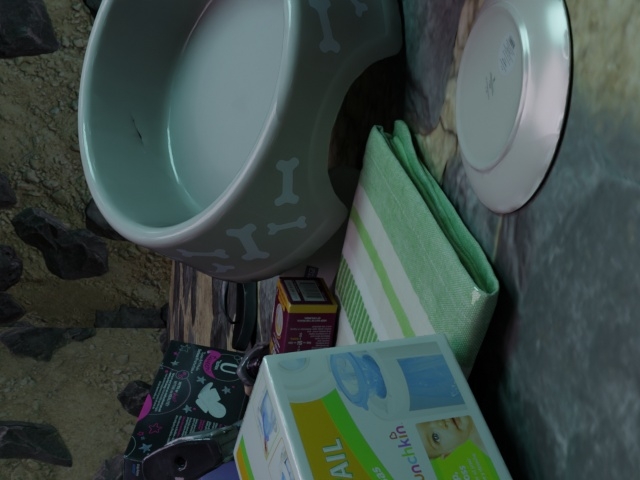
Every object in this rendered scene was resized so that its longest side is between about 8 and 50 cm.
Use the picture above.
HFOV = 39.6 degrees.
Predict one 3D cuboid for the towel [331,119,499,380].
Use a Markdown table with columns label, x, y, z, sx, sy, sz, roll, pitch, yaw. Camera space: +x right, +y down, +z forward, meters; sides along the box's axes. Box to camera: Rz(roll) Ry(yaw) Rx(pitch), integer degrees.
| label | x | y | z | sx | sy | sz | roll | pitch | yaw |
| --- | --- | --- | --- | --- | --- | --- | --- | --- | --- |
| towel | 0.049 | 0.103 | 0.666 | 0.248 | 0.038 | 0.325 | -109 | 26 | -56 |

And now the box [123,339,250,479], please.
| label | x | y | z | sx | sy | sz | roll | pitch | yaw |
| --- | --- | --- | --- | --- | --- | --- | --- | --- | --- |
| box | -0.187 | 0.294 | 1.300 | 0.247 | 0.142 | 0.163 | -77 | -3 | -56 |

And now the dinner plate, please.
| label | x | y | z | sx | sy | sz | roll | pitch | yaw |
| --- | --- | --- | --- | --- | --- | --- | --- | --- | --- |
| dinner plate | 0.102 | -0.086 | 0.505 | 0.141 | 0.017 | 0.141 | -178 | 90 | -75 |

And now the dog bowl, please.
| label | x | y | z | sx | sy | sz | roll | pitch | yaw |
| --- | --- | --- | --- | --- | --- | --- | --- | --- | --- |
| dog bowl | -0.093 | -0.140 | 0.782 | 0.348 | 0.102 | 0.349 | -9 | 78 | 43 |

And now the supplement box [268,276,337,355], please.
| label | x | y | z | sx | sy | sz | roll | pitch | yaw |
| --- | --- | --- | --- | --- | --- | --- | --- | --- | --- |
| supplement box | -0.017 | 0.079 | 0.758 | 0.055 | 0.043 | 0.083 | -122 | 36 | -63 |

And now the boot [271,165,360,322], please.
| label | x | y | z | sx | sy | sz | roll | pitch | yaw |
| --- | --- | --- | --- | --- | --- | --- | --- | --- | --- |
| boot | 0.000 | 0.000 | 0.826 | 0.086 | 0.069 | 0.190 | -75 | 6 | -59 |

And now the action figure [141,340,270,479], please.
| label | x | y | z | sx | sy | sz | roll | pitch | yaw |
| --- | --- | --- | --- | --- | --- | --- | --- | --- | --- |
| action figure | -0.051 | 0.199 | 0.843 | 0.185 | 0.099 | 0.285 | 63 | -165 | 3 |

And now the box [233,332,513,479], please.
| label | x | y | z | sx | sy | sz | roll | pitch | yaw |
| --- | --- | --- | --- | --- | --- | --- | --- | --- | --- |
| box | 0.038 | 0.163 | 0.457 | 0.103 | 0.114 | 0.203 | 109 | 148 | -45 |

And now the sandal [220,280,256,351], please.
| label | x | y | z | sx | sy | sz | roll | pitch | yaw |
| --- | --- | --- | --- | --- | --- | --- | --- | --- | --- |
| sandal | -0.133 | 0.047 | 1.404 | 0.097 | 0.054 | 0.255 | 155 | 116 | -75 |

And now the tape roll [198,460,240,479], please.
| label | x | y | z | sx | sy | sz | roll | pitch | yaw |
| --- | --- | --- | --- | --- | --- | --- | --- | --- | --- |
| tape roll | -0.108 | 0.337 | 0.970 | 0.189 | 0.080 | 0.189 | -174 | 90 | -72 |
